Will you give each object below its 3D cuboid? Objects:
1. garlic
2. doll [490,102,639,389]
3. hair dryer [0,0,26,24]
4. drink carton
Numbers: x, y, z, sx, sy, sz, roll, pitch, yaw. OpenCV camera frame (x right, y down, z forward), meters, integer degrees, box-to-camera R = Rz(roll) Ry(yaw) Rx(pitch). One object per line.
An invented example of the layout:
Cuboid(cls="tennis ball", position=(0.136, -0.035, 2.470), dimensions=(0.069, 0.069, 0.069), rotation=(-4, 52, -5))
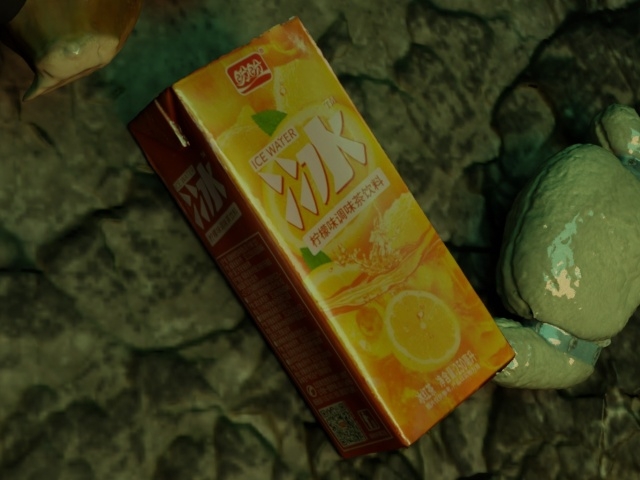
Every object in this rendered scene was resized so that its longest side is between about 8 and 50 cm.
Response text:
Cuboid(cls="garlic", position=(-0.153, -0.175, 0.672), dimensions=(0.090, 0.128, 0.198), rotation=(-18, 107, 6))
Cuboid(cls="doll", position=(0.158, 0.006, 0.840), dimensions=(0.103, 0.071, 0.214), rotation=(38, 63, -14))
Cuboid(cls="hair dryer", position=(-0.146, -0.220, 0.550), dimensions=(0.128, 0.070, 0.255), rotation=(20, 84, -31))
Cuboid(cls="drink carton", position=(0.000, 0.000, 0.750), dimensions=(0.096, 0.071, 0.223), rotation=(-34, 93, -33))
